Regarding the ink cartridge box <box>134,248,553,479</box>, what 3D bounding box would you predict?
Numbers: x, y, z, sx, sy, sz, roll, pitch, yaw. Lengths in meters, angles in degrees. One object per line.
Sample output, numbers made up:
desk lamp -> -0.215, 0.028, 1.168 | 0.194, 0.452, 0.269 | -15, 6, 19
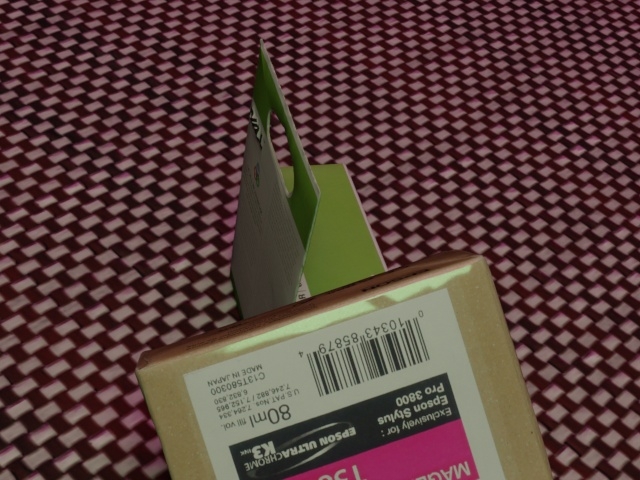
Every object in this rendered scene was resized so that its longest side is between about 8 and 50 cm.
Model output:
ink cartridge box -> 0.019, 0.131, 0.712 | 0.235, 0.193, 0.088 | -19, 3, -6

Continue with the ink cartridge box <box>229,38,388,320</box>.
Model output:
ink cartridge box -> 0.000, 0.000, 0.846 | 0.097, 0.255, 0.189 | -3, 45, -16
